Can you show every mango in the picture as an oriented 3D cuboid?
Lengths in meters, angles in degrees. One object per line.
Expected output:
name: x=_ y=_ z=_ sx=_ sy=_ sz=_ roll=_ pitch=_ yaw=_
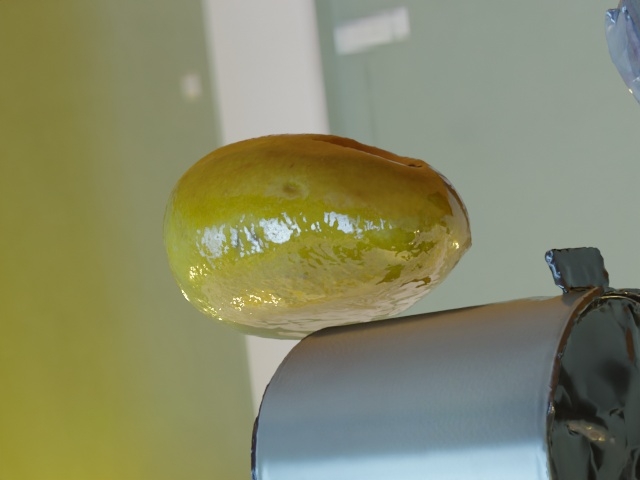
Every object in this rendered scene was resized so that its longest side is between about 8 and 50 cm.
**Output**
mango: x=0.000 y=0.000 z=1.834 sx=0.253 sy=0.182 sz=0.365 roll=12 pitch=172 yaw=-31

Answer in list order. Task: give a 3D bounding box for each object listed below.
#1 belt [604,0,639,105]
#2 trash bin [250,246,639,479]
belt: x=0.358 y=-0.194 z=1.669 sx=0.184 sy=0.164 sz=0.289 roll=-21 pitch=156 yaw=-25
trash bin: x=0.118 y=0.153 z=1.428 sx=0.263 sy=0.277 sz=0.217 roll=-9 pitch=172 yaw=39
